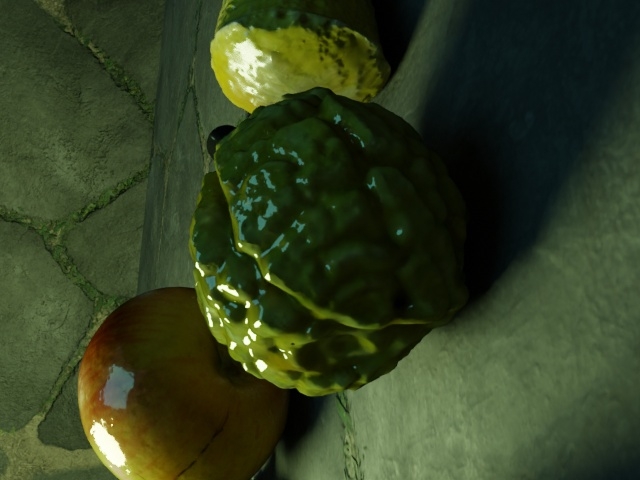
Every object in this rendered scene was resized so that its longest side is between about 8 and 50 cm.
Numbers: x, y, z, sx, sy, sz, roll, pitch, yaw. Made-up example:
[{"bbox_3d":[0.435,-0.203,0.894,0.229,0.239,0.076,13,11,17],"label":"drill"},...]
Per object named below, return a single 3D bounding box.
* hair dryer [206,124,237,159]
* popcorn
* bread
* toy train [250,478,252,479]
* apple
[{"bbox_3d":[-0.155,-0.074,1.372,0.114,0.071,0.247,-137,45,-64],"label":"hair dryer"},{"bbox_3d":[0.000,0.000,0.669,0.258,0.224,0.270,-168,76,-78],"label":"popcorn"},{"bbox_3d":[-0.022,-0.215,0.838,0.197,0.197,0.170,129,148,-58],"label":"bread"},{"bbox_3d":[-0.141,0.448,1.105,0.188,0.133,0.243,37,121,57],"label":"toy train"},{"bbox_3d":[-0.174,0.198,1.027,0.233,0.286,0.286,-42,44,37],"label":"apple"}]
